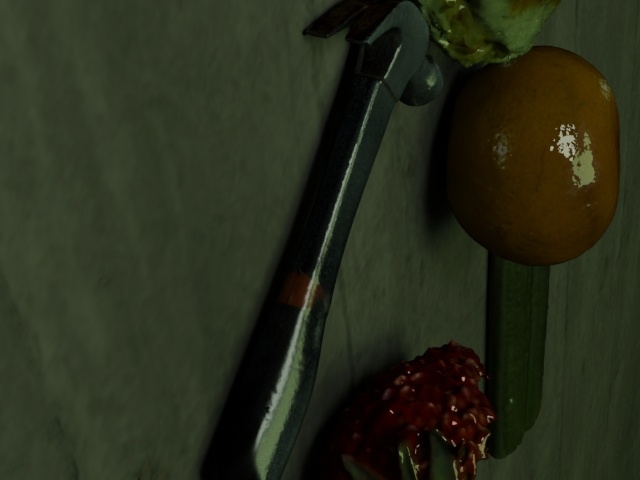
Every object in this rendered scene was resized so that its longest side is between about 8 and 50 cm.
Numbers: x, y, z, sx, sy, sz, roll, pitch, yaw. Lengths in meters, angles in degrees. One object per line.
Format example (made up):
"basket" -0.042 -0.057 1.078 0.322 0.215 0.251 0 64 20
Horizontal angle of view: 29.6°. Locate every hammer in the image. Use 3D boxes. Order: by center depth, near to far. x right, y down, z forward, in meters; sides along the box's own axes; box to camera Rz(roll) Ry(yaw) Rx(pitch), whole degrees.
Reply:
"hammer" 0.000 0.000 0.655 0.290 0.037 0.137 -71 157 -13

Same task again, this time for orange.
"orange" 0.149 -0.060 0.857 0.156 0.124 0.156 -4 90 -72

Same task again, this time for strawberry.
"strawberry" 0.040 0.141 0.795 0.167 0.087 0.208 -60 -175 10

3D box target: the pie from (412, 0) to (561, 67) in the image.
"pie" 0.113 -0.224 0.724 0.201 0.090 0.248 -46 139 -47

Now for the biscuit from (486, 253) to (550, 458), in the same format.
"biscuit" 0.184 0.062 1.111 0.099 0.038 0.322 -47 143 -44
